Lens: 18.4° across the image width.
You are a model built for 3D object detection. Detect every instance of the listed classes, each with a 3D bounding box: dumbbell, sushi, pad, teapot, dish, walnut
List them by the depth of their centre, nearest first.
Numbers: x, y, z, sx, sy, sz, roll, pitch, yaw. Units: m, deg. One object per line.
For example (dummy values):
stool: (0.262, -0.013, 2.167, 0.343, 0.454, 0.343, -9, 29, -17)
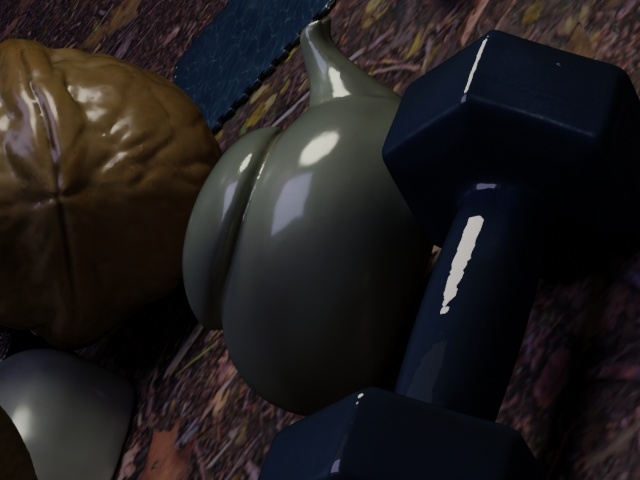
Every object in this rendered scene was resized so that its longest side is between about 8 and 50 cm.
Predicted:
dumbbell: (0.079, 0.046, 1.045, 0.160, 0.144, 0.325, -33, 30, 51)
teapot: (-0.013, 0.031, 1.284, 0.318, 0.149, 0.220, 105, -172, -49)
dish: (-0.274, 0.195, 1.643, 0.256, 0.117, 0.256, -45, 23, 25)
walnut: (-0.227, -0.042, 1.682, 0.313, 0.277, 0.252, -179, 110, -79)
sushi: (-0.286, 0.118, 1.805, 0.084, 0.094, 0.098, -2, 47, 30)
pad: (-0.071, -0.208, 1.981, 0.269, 0.012, 0.269, -46, 22, 23)

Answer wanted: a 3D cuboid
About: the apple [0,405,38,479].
apple: (-0.313, 0.251, 1.385, 0.233, 0.258, 0.295, -10, 36, -3)
